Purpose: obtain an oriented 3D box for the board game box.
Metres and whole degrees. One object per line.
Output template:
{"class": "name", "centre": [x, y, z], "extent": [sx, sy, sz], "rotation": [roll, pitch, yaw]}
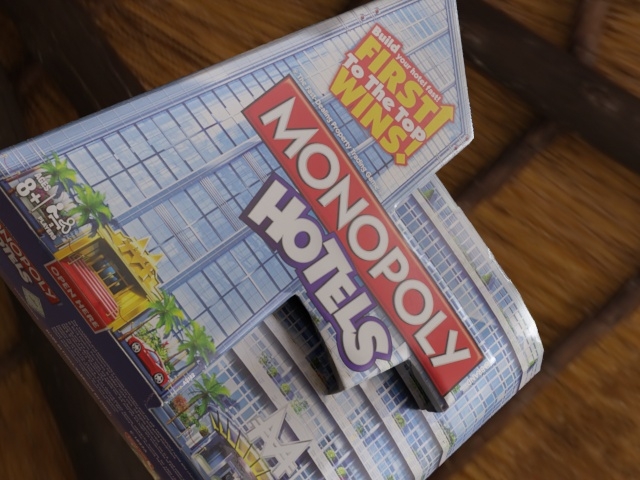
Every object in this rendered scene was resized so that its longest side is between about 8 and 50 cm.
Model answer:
{"class": "board game box", "centre": [0.000, 0.000, 0.709], "extent": [0.194, 0.060, 0.194], "rotation": [-41, -80, -26]}
